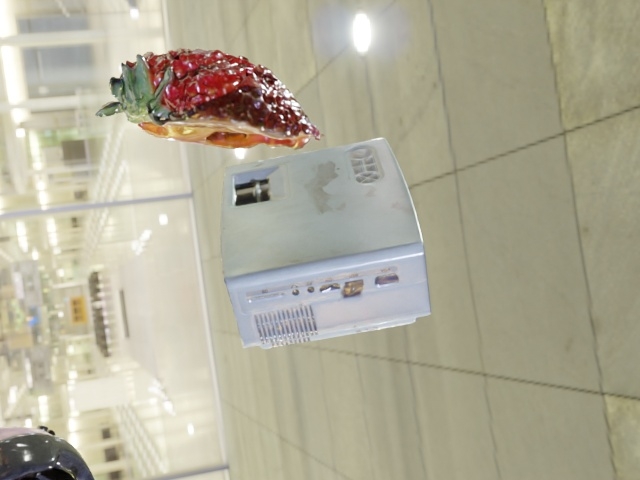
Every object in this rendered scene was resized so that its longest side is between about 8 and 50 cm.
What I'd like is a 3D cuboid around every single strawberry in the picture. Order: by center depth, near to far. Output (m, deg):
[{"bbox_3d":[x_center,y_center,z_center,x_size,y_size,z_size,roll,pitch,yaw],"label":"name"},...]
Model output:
[{"bbox_3d":[-0.100,-0.132,0.810,0.140,0.192,0.085,22,-109,-74],"label":"strawberry"}]

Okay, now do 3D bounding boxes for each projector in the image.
[{"bbox_3d":[0.000,0.000,0.546,0.147,0.115,0.061,-99,0,-60],"label":"projector"}]

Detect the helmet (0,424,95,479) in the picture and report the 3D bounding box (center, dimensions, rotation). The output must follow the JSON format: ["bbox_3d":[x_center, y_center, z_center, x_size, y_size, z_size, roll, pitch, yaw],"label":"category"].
[{"bbox_3d":[-0.356,0.297,0.915,0.154,0.253,0.198,42,170,40],"label":"helmet"}]
